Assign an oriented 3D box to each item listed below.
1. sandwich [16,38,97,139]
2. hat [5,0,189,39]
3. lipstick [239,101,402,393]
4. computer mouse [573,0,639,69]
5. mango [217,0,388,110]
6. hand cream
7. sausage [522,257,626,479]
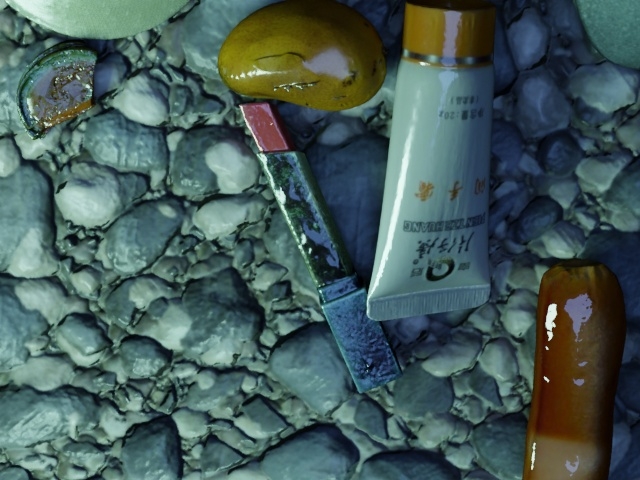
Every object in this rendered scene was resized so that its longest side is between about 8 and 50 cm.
[{"bbox_3d":[-0.250,-0.147,1.272,0.101,0.026,0.069,-32,103,5],"label":"sandwich"},{"bbox_3d":[-0.206,-0.299,1.180,0.257,0.130,0.257,-1,106,-3],"label":"hat"},{"bbox_3d":[0.000,0.000,1.314,0.051,0.051,0.312,-22,103,5],"label":"lipstick"},{"bbox_3d":[0.321,-0.331,1.203,0.203,0.114,0.374,-5,106,-2],"label":"computer mouse"},{"bbox_3d":[-0.017,-0.175,1.246,0.159,0.084,0.105,3,100,-4],"label":"mango"},{"bbox_3d":[0.107,-0.073,1.280,0.139,0.089,0.314,-9,114,-23],"label":"hand cream"},{"bbox_3d":[0.254,0.160,1.353,0.089,0.083,0.300,2,108,-4],"label":"sausage"}]
